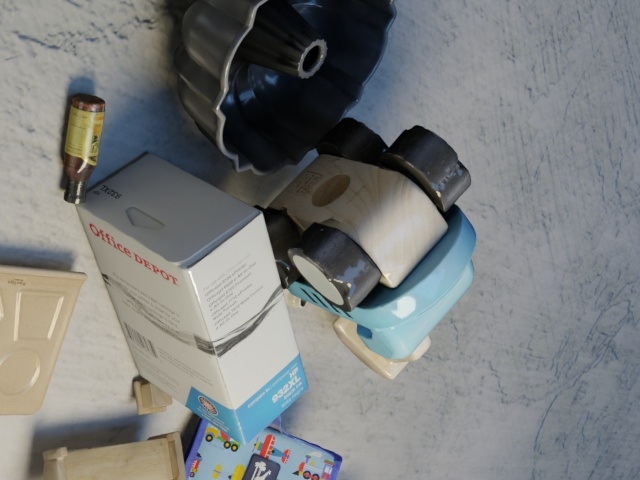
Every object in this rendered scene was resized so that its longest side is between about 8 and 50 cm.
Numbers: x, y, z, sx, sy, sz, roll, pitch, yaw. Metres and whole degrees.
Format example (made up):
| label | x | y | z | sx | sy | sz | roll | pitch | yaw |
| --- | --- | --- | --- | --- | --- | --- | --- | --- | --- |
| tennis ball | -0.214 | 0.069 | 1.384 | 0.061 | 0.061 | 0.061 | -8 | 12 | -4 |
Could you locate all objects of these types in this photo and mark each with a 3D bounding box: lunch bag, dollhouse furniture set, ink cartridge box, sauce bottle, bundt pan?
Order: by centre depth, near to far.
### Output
| label | x | y | z | sx | sy | sz | roll | pitch | yaw |
| --- | --- | --- | --- | --- | --- | --- | --- | --- | --- |
| sauce bottle | -0.280 | -0.106 | 1.410 | 0.042 | 0.042 | 0.128 | -10 | 121 | -45 |
| bundt pan | -0.053 | -0.250 | 1.476 | 0.331 | 0.124 | 0.331 | -40 | 150 | -29 |
| ink cartridge box | -0.157 | 0.073 | 1.506 | 0.129 | 0.223 | 0.307 | -38 | 136 | -28 |
| dollhouse furniture set | -0.340 | 0.376 | 1.572 | 0.303 | 0.173 | 0.356 | 2 | 75 | -46 |
| lunch bag | -0.111 | 0.393 | 1.765 | 0.221 | 0.138 | 0.293 | 22 | 85 | -8 |

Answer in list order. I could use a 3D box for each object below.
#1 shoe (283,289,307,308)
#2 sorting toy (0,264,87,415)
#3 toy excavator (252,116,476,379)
| label | x | y | z | sx | sy | sz | roll | pitch | yaw |
| --- | --- | --- | --- | --- | --- | --- | --- | --- | --- |
| shoe | 0.000 | 0.000 | 1.768 | 0.076 | 0.058 | 0.219 | 28 | 90 | -52 |
| sorting toy | -0.391 | 0.119 | 1.430 | 0.193 | 0.038 | 0.208 | 8 | 110 | -50 |
| toy excavator | 0.080 | 0.067 | 1.621 | 0.222 | 0.433 | 0.445 | -46 | 120 | -16 |
